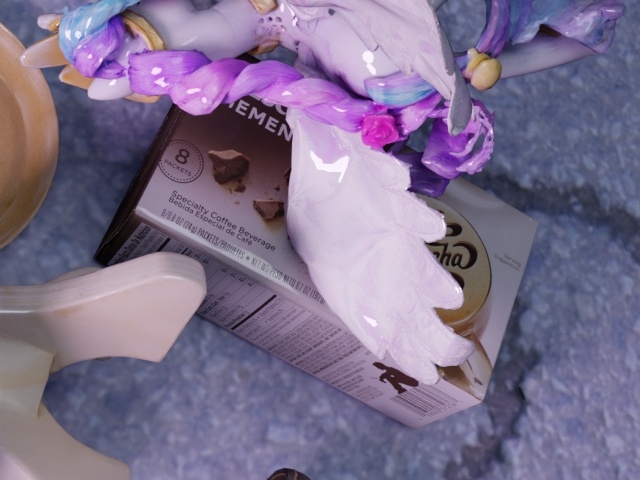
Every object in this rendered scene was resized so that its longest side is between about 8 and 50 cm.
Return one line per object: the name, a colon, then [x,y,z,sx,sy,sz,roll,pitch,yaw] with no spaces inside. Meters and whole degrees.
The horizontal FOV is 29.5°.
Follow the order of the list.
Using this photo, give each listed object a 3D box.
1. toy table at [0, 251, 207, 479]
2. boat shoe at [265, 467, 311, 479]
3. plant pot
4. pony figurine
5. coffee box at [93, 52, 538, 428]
toy table: [-0.197,0.088,0.754,0.161,0.252,0.274,21,43,-25]
boat shoe: [-0.130,0.264,0.788,0.130,0.132,0.355,47,59,-3]
plant pot: [-0.311,-0.080,0.887,0.236,0.032,0.236,8,68,-21]
pony figurine: [0.029,-0.127,0.815,0.363,0.302,0.351,-30,51,-29]
coffee box: [0.000,0.000,0.948,0.297,0.119,0.168,30,61,-12]
